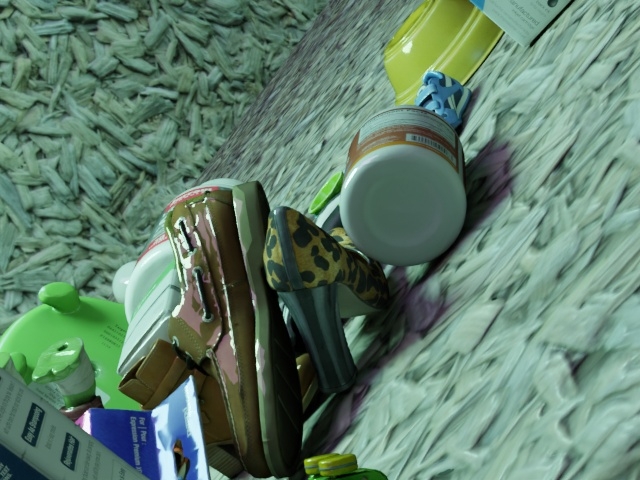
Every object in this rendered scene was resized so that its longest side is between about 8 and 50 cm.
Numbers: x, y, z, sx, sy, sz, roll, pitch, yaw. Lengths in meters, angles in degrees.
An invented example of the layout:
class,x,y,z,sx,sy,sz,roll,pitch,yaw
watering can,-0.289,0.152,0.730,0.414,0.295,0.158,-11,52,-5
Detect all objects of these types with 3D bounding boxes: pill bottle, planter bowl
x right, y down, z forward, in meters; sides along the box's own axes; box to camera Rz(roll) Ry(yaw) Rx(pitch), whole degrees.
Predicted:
class,x,y,z,sx,sy,sz,roll,pitch,yaw
pill bottle,0.084,-0.064,1.669,0.121,0.121,0.216,-48,10,17
planter bowl,0.145,-0.249,2.163,0.217,0.090,0.217,-49,10,12
pill bottle,-0.140,0.030,2.176,0.176,0.176,0.318,-48,10,18

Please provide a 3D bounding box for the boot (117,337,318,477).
class,x,y,z,sx,sy,sz,roll,pitch,yaw
boot,-0.098,0.140,1.646,0.197,0.152,0.073,-45,11,31

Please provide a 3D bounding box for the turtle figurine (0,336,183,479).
class,x,y,z,sx,sy,sz,roll,pitch,yaw
turtle figurine,-0.259,0.251,1.675,0.275,0.266,0.198,-36,25,-28

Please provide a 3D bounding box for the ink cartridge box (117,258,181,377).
class,x,y,z,sx,sy,sz,roll,pitch,yaw
ink cartridge box,-0.126,0.123,1.814,0.092,0.160,0.219,-50,9,10

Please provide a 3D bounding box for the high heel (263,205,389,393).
class,x,y,z,sx,sy,sz,roll,pitch,yaw
high heel,0.000,0.000,1.605,0.093,0.186,0.261,-13,28,10

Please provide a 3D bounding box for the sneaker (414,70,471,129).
class,x,y,z,sx,sy,sz,roll,pitch,yaw
sneaker,0.132,-0.150,1.948,0.053,0.059,0.144,-43,13,29

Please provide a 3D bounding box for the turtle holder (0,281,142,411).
class,x,y,z,sx,sy,sz,roll,pitch,yaw
turtle holder,-0.316,0.191,2.180,0.320,0.243,0.227,-90,20,-43

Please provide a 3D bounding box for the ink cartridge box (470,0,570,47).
class,x,y,z,sx,sy,sz,roll,pitch,yaw
ink cartridge box,0.243,-0.336,1.886,0.190,0.140,0.082,-47,9,23

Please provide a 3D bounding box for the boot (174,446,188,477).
class,x,y,z,sx,sy,sz,roll,pitch,yaw
boot,-0.167,0.235,1.917,0.085,0.059,0.158,-33,29,52

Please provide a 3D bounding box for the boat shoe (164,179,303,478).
class,x,y,z,sx,sy,sz,roll,pitch,yaw
boat shoe,-0.084,0.090,1.571,0.105,0.110,0.307,-13,54,7

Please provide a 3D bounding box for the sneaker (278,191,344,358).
class,x,y,z,sx,sy,sz,roll,pitch,yaw
sneaker,0.021,0.041,1.777,0.234,0.084,0.097,-54,34,-12

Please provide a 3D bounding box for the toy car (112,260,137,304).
class,x,y,z,sx,sy,sz,roll,pitch,yaw
toy car,-0.249,0.132,2.477,0.136,0.159,0.182,19,64,40

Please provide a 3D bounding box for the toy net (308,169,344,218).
class,x,y,z,sx,sy,sz,roll,pitch,yaw
toy net,0.056,-0.071,2.042,0.232,0.045,0.122,-41,13,44

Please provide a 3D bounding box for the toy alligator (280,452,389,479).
class,x,y,z,sx,sy,sz,roll,pitch,yaw
toy alligator,0.015,0.189,1.276,0.051,0.056,0.190,-10,-3,-17

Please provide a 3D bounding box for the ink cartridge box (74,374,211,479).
class,x,y,z,sx,sy,sz,roll,pitch,yaw
ink cartridge box,-0.238,0.283,1.526,0.371,0.069,0.175,-41,40,26

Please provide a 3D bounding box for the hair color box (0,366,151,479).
class,x,y,z,sx,sy,sz,roll,pitch,yaw
hair color box,-0.205,0.213,1.288,0.105,0.347,0.174,-51,9,3
